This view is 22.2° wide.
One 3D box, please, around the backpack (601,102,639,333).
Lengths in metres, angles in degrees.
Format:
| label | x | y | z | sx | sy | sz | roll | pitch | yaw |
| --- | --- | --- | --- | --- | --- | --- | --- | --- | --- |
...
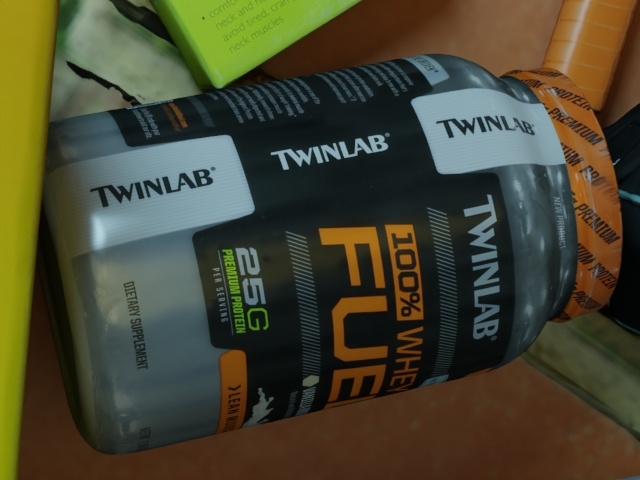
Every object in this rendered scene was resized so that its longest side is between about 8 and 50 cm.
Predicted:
| label | x | y | z | sx | sy | sz | roll | pitch | yaw |
| --- | --- | --- | --- | --- | --- | --- | --- | --- | --- |
| backpack | 0.207 | -0.011 | 0.596 | 0.188 | 0.166 | 0.144 | -31 | 104 | -7 |

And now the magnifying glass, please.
| label | x | y | z | sx | sy | sz | roll | pitch | yaw |
| --- | --- | --- | --- | --- | --- | --- | --- | --- | --- |
| magnifying glass | 0.132 | -0.163 | 0.636 | 0.092 | 0.026 | 0.231 | 18 | 89 | -16 |

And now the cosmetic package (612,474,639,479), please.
| label | x | y | z | sx | sy | sz | roll | pitch | yaw |
| --- | --- | --- | --- | --- | --- | --- | --- | --- | --- |
| cosmetic package | 0.185 | 0.271 | 0.502 | 0.327 | 0.393 | 0.330 | -8 | 97 | -14 |

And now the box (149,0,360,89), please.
| label | x | y | z | sx | sy | sz | roll | pitch | yaw |
| --- | --- | --- | --- | --- | --- | --- | --- | --- | --- |
| box | -0.041 | -0.157 | 0.579 | 0.109 | 0.042 | 0.178 | -33 | 104 | -10 |

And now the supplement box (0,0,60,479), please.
| label | x | y | z | sx | sy | sz | roll | pitch | yaw |
| --- | --- | --- | --- | --- | --- | --- | --- | --- | --- |
| supplement box | -0.194 | 0.086 | 0.483 | 0.195 | 0.194 | 0.357 | 4 | 95 | -15 |

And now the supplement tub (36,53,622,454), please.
| label | x | y | z | sx | sy | sz | roll | pitch | yaw |
| --- | --- | --- | --- | --- | --- | --- | --- | --- | --- |
| supplement tub | 0.000 | 0.000 | 0.567 | 0.190 | 0.117 | 0.117 | -12 | 99 | -13 |
